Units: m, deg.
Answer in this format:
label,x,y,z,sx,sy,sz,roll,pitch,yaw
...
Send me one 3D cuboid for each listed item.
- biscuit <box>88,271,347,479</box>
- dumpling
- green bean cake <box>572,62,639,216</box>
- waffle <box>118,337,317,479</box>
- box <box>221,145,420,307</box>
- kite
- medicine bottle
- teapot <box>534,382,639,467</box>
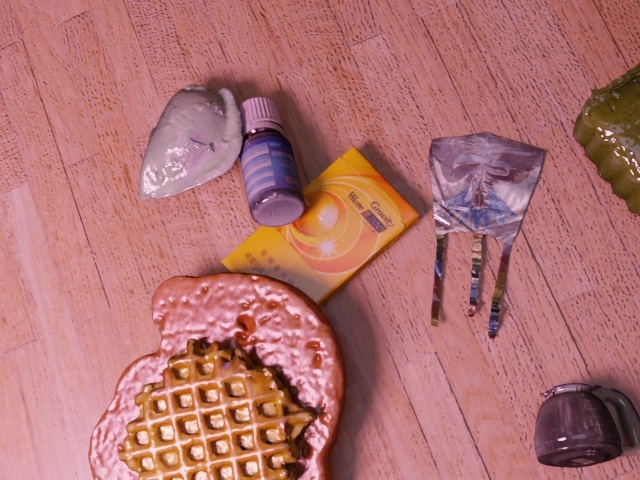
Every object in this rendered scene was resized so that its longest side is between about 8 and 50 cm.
label,x,y,z,sx,sy,sz,roll,pitch,yaw
biscuit,-0.138,0.269,1.241,0.350,0.078,0.455,24,89,19
dumpling,-0.198,-0.147,1.324,0.105,0.149,0.216,34,75,-27
green bean cake,0.494,-0.157,1.243,0.214,0.113,0.200,-34,74,-1
waffle,-0.144,0.269,1.188,0.254,0.052,0.245,34,90,16
box,0.000,0.000,1.314,0.269,0.043,0.152,-42,77,-2
kite,0.221,-0.016,1.302,0.169,0.015,0.309,12,77,11
medicine bottle,-0.081,-0.121,1.313,0.084,0.083,0.203,-18,57,4
teapot,0.359,0.243,1.175,0.149,0.111,0.108,-9,62,12
